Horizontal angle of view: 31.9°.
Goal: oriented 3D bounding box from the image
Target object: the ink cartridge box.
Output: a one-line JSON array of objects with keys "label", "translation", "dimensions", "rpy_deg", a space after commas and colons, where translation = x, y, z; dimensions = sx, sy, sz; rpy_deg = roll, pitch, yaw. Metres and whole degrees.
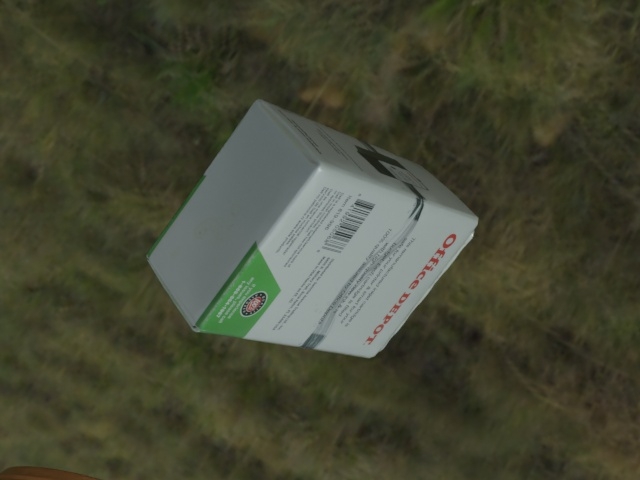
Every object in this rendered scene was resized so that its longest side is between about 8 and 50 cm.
[{"label": "ink cartridge box", "translation": [0.000, 0.000, 0.843], "dimensions": [0.208, 0.153, 0.087], "rpy_deg": [17, -154, -50]}]

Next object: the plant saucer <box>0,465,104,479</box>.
[{"label": "plant saucer", "translation": [-0.278, 0.290, 1.244], "dimensions": [0.200, 0.037, 0.200], "rpy_deg": [8, 155, 4]}]
